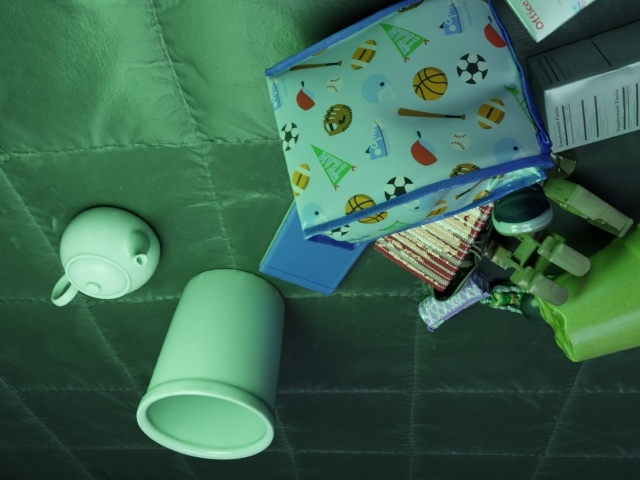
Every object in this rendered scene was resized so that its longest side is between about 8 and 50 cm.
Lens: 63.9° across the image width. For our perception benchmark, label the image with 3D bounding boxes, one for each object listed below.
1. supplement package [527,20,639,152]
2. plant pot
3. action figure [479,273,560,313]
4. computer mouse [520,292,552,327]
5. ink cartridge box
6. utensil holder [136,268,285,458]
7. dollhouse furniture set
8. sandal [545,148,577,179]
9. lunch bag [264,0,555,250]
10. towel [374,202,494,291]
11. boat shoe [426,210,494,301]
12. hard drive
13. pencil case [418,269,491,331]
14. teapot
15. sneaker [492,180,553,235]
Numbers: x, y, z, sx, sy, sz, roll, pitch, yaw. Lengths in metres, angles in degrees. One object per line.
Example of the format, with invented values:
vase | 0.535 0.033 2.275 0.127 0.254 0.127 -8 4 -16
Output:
supplement package | 0.509 -0.275 0.899 0.244 0.139 0.134 -14 130 19
plant pot | 0.630 0.135 1.127 0.253 0.276 0.276 -25 128 9
action figure | 0.530 0.147 1.345 0.232 0.063 0.137 -3 121 2
computer mouse | 0.640 0.153 1.276 0.272 0.072 0.189 -8 112 -1
ink cartridge box | 0.366 -0.408 0.769 0.176 0.127 0.128 -34 98 31
utensil holder | -0.256 0.313 1.346 0.327 0.386 0.328 3 133 3
dollhouse furniture set | 0.520 0.009 1.122 0.160 0.212 0.242 27 103 -17
sandal | 0.412 -0.189 1.049 0.219 0.060 0.090 14 128 12
lunch bag | 0.145 -0.192 0.855 0.385 0.328 0.239 -22 166 24
towel | 0.245 -0.044 1.115 0.198 0.031 0.275 34 124 20
boat shoe | 0.334 0.009 1.185 0.132 0.130 0.356 7 133 -2
hard drive | 0.000 0.000 1.266 0.210 0.040 0.319 20 132 -14
pencil case | 0.349 0.158 1.354 0.086 0.088 0.206 28 128 -22
teapot | -0.533 0.056 1.263 0.252 0.187 0.256 12 134 -6
sneaker | 0.342 -0.126 0.907 0.099 0.282 0.153 -11 113 26
